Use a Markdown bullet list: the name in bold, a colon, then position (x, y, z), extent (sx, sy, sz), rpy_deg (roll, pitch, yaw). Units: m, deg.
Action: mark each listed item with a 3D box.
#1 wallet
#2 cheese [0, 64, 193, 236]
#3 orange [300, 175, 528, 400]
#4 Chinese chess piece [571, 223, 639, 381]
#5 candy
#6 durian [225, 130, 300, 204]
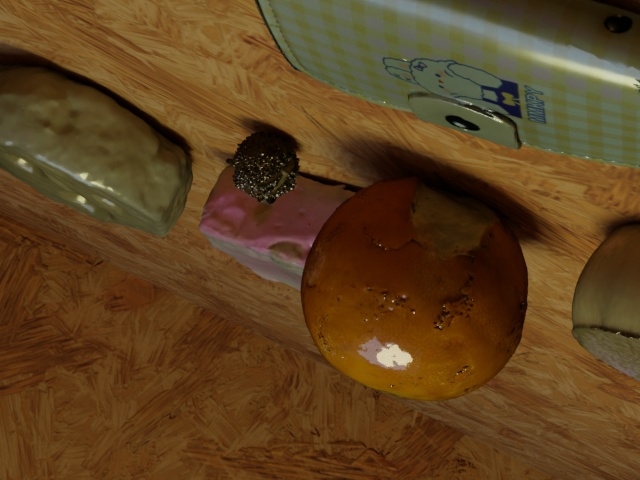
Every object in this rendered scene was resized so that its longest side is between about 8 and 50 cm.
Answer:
- **wallet**: position (0.109, -0.134, 1.097), extent (0.309, 0.077, 0.223), rpy_deg (21, 165, 15)
- **cheese**: position (-0.310, -0.115, 1.962), extent (0.326, 0.115, 0.318), rpy_deg (13, 164, 45)
- **orange**: position (0.097, 0.051, 1.591), extent (0.240, 0.240, 0.240), rpy_deg (24, 169, 5)
- **Chinese chess piece**: position (0.366, 0.088, 1.446), extent (0.270, 0.112, 0.270), rpy_deg (24, 170, 5)
- **candy**: position (0.000, 0.000, 1.837), extent (0.265, 0.116, 0.155), rpy_deg (18, 170, 38)
- **durian**: position (-0.065, -0.081, 1.691), extent (0.091, 0.080, 0.080), rpy_deg (13, 165, 23)
